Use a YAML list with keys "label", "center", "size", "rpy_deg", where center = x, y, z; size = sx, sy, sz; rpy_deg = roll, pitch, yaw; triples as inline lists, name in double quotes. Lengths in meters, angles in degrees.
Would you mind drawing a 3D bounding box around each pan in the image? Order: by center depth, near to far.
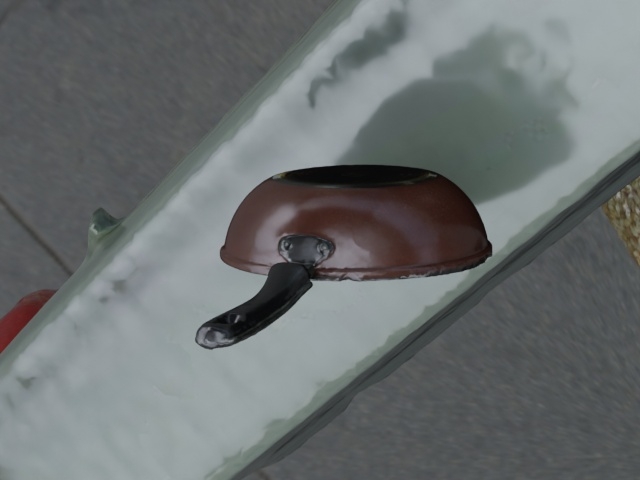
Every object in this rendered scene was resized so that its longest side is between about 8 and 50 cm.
- label: "pan"
  center: [0.000, -0.001, 0.399]
  size: [0.068, 0.115, 0.023]
  rpy_deg: [4, 104, 22]

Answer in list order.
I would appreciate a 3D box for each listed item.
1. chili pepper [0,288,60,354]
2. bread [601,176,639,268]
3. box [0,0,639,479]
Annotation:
- label: "chili pepper"
  center: [-0.127, 0.165, 0.789]
  size: [0.091, 0.137, 0.369]
  rpy_deg: [-11, 62, 18]
- label: "bread"
  center: [0.228, -0.094, 1.053]
  size: [0.110, 0.184, 0.234]
  rpy_deg: [-17, 66, -21]
- label: "box"
  center: [0.064, -0.075, 0.641]
  size: [0.111, 0.396, 0.396]
  rpy_deg: [46, 123, -3]
